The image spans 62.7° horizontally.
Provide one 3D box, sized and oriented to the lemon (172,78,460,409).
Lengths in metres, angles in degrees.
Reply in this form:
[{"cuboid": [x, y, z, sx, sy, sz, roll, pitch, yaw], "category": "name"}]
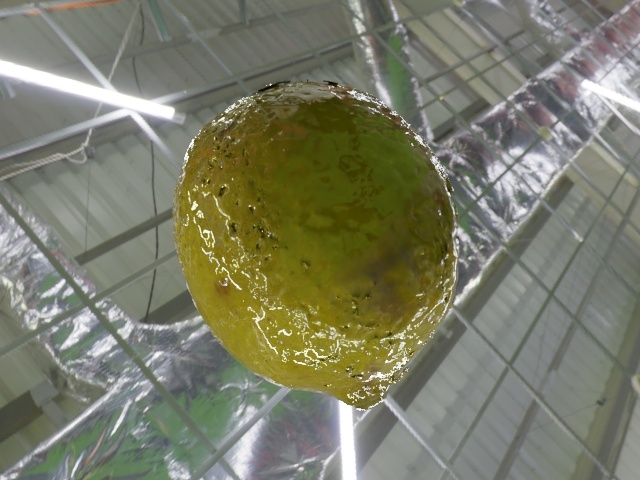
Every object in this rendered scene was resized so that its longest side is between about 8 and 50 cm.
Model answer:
[{"cuboid": [0.000, 0.000, 0.490, 0.257, 0.258, 0.310, -6, -114, -33], "category": "lemon"}]
